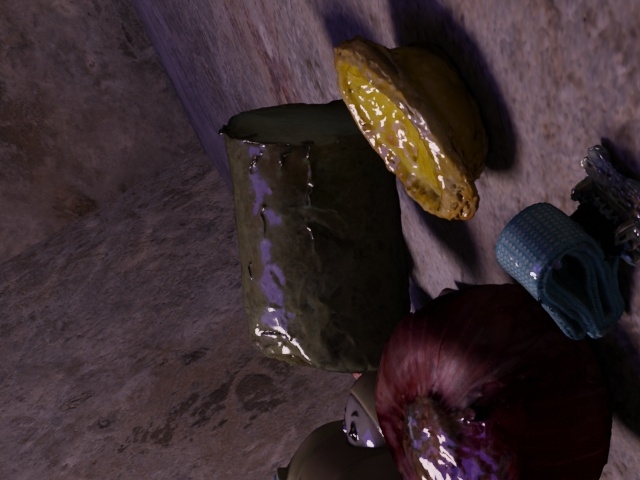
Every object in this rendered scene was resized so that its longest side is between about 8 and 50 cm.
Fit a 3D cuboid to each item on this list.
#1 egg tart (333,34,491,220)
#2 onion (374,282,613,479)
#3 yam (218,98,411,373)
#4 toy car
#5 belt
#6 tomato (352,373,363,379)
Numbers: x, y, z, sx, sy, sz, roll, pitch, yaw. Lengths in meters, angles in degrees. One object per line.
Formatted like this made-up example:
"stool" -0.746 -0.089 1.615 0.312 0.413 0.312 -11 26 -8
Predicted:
"egg tart" 0.087 -0.103 0.765 0.191 0.074 0.191 56 172 12
"onion" 0.173 0.163 0.840 0.252 0.219 0.252 -9 79 52
"yam" 0.000 0.000 0.985 0.195 0.195 0.299 -142 42 -69
"toy car" 0.099 0.233 1.045 0.226 0.336 0.242 61 173 -6
"belt" 0.191 0.015 0.634 0.065 0.100 0.179 52 -174 32
"tomato" 0.138 0.184 1.373 0.225 0.085 0.225 29 148 20
